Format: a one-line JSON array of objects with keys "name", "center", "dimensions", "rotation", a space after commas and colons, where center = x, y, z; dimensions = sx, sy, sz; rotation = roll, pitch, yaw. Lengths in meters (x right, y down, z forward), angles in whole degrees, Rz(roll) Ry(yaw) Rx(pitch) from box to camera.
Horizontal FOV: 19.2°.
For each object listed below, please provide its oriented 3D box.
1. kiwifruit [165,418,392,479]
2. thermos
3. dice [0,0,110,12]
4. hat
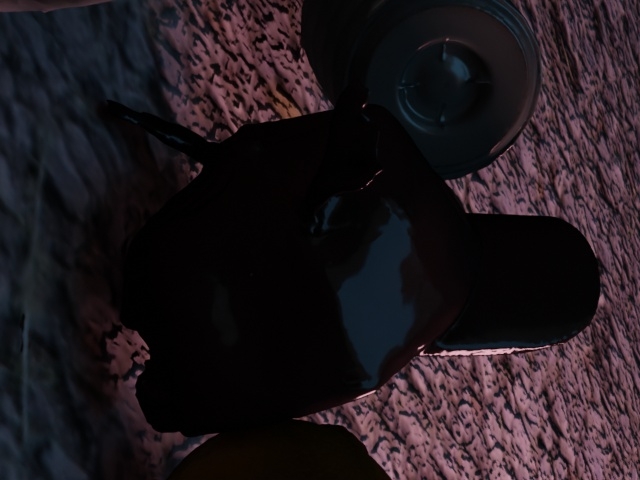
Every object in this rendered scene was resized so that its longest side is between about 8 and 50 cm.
[{"name": "kiwifruit", "center": [-0.032, 0.221, 1.156], "dimensions": [0.196, 0.196, 0.234], "rotation": [45, 62, -56]}, {"name": "thermos", "center": [0.045, -0.163, 1.404], "dimensions": [0.182, 0.145, 0.286], "rotation": [37, 10, -24]}, {"name": "dice", "center": [-0.061, -0.305, 1.013], "dimensions": [0.330, 0.328, 0.348], "rotation": [-42, 124, -60]}, {"name": "hat", "center": [0.017, -0.028, 1.209], "dimensions": [0.336, 0.238, 0.209], "rotation": [-16, 113, -25]}]
